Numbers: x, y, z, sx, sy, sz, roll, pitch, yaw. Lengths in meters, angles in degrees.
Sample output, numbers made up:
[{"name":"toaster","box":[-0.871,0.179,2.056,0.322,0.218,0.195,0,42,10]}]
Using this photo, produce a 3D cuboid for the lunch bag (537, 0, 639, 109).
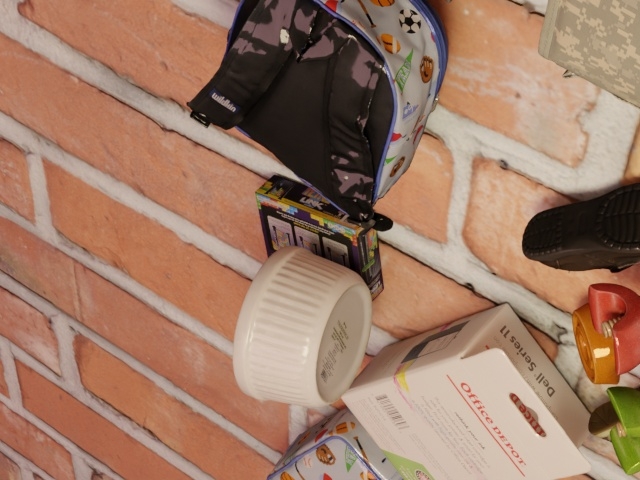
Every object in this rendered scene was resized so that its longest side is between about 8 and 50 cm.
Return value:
[{"name":"lunch bag","box":[0.329,-0.220,1.125,0.235,0.169,0.287,33,138,19]}]

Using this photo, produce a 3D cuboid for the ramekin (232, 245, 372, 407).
[{"name":"ramekin","box":[-0.015,0.118,1.713,0.109,0.207,0.207,15,135,23]}]

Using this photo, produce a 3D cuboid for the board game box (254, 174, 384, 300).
[{"name":"board game box","box":[0.000,0.000,1.790,0.170,0.048,0.141,22,140,30]}]

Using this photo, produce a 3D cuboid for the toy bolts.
[{"name":"toy bolts","box":[0.383,0.110,1.464,0.218,0.158,0.229,-104,0,-47]}]

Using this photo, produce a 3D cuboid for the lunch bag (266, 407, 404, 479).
[{"name":"lunch bag","box":[0.064,0.389,2.054,0.243,0.115,0.303,45,144,-2]}]

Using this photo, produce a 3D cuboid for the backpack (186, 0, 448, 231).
[{"name":"backpack","box":[0.020,-0.189,1.444,0.276,0.213,0.263,33,151,9]}]

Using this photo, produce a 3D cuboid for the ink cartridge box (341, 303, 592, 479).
[{"name":"ink cartridge box","box":[0.207,0.213,1.719,0.207,0.119,0.353,53,146,-8]}]

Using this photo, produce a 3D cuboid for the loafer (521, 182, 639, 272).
[{"name":"loafer","box":[0.324,-0.008,1.434,0.078,0.080,0.220,29,157,-37]}]

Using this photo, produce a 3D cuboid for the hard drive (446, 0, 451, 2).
[{"name":"hard drive","box":[0.108,-0.324,1.379,0.135,0.022,0.094,43,145,6]}]

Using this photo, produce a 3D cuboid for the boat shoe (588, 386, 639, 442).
[{"name":"boat shoe","box":[0.392,0.206,1.586,0.049,0.056,0.152,33,143,-27]}]
